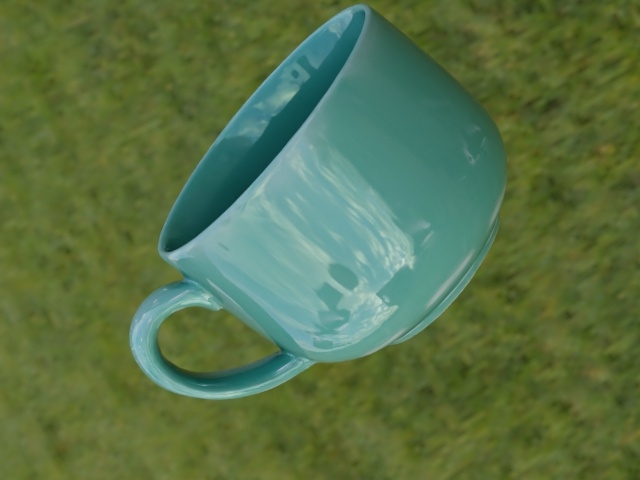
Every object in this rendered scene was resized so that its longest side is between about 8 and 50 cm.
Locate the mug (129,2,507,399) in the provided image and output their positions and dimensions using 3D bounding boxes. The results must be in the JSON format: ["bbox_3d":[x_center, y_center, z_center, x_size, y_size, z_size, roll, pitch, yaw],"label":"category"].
[{"bbox_3d":[0.004,-0.007,0.794,0.097,0.129,0.158,38,120,-14],"label":"mug"}]
